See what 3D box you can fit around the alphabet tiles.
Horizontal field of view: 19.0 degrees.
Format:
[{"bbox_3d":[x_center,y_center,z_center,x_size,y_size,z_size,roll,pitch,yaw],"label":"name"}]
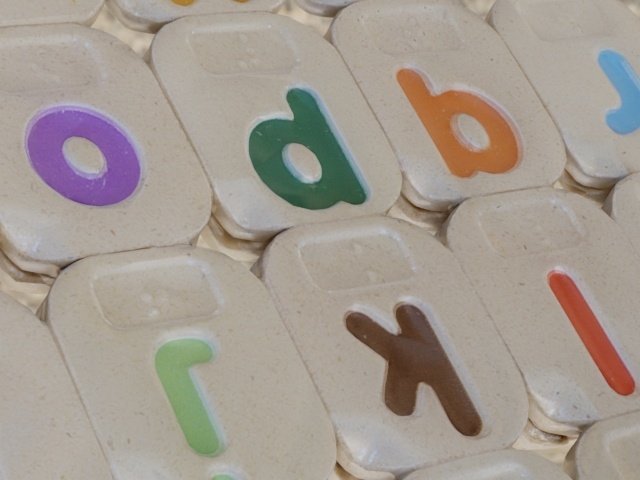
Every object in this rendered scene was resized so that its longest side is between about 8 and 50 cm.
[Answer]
[{"bbox_3d":[0.000,0.000,0.476,0.284,0.278,0.021,-9,148,-34],"label":"alphabet tiles"}]
